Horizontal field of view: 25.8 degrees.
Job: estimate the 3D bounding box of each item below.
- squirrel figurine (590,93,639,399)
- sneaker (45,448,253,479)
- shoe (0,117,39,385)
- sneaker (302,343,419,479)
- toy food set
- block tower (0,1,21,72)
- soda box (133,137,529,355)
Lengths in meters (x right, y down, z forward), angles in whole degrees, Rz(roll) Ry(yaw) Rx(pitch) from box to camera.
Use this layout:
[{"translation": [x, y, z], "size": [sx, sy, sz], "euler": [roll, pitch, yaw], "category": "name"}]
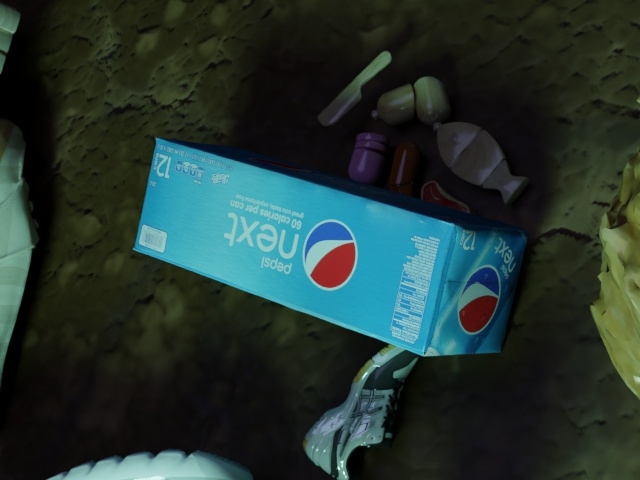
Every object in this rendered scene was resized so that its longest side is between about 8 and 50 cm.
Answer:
[{"translation": [0.296, 0.010, 0.400], "size": [0.370, 0.281, 0.397], "euler": [-41, 47, 18], "category": "squirrel figurine"}, {"translation": [-0.165, 0.194, 0.755], "size": [0.281, 0.105, 0.115], "euler": [-19, 60, 26], "category": "sneaker"}, {"translation": [-0.219, 0.025, 0.907], "size": [0.076, 0.058, 0.219], "euler": [-30, 46, 56], "category": "shoe"}, {"translation": [0.029, 0.088, 0.720], "size": [0.037, 0.032, 0.083], "euler": [43, 101, 25], "category": "sneaker"}, {"translation": [0.053, -0.045, 0.768], "size": [0.078, 0.019, 0.122], "euler": [-44, 59, 11], "category": "toy food set"}, {"translation": [-0.293, -0.023, 0.912], "size": [0.091, 0.097, 0.335], "euler": [-28, 45, 59], "category": "block tower"}, {"translation": [0.000, 0.000, 0.740], "size": [0.210, 0.071, 0.067], "euler": [19, 100, 39], "category": "soda box"}]
